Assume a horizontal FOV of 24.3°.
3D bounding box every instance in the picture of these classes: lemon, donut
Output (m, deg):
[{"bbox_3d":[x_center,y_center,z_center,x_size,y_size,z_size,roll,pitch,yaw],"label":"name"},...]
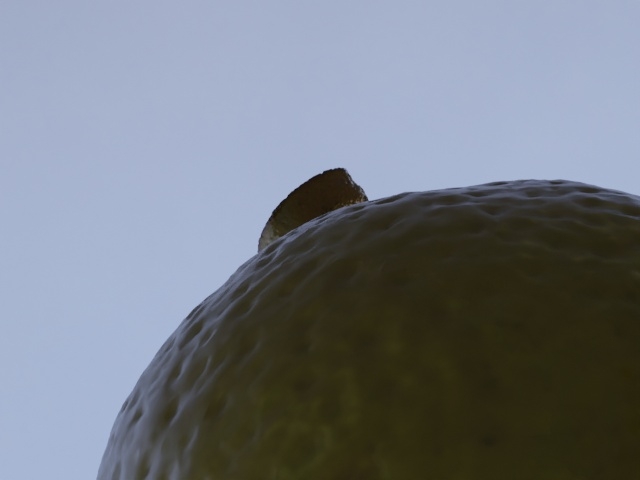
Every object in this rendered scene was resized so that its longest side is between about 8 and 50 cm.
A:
[{"bbox_3d":[0.068,0.132,0.547,0.336,0.336,0.336,1,-150,-1],"label":"lemon"},{"bbox_3d":[0.000,0.000,1.126,0.097,0.108,0.043,-41,-123,-11],"label":"donut"}]
